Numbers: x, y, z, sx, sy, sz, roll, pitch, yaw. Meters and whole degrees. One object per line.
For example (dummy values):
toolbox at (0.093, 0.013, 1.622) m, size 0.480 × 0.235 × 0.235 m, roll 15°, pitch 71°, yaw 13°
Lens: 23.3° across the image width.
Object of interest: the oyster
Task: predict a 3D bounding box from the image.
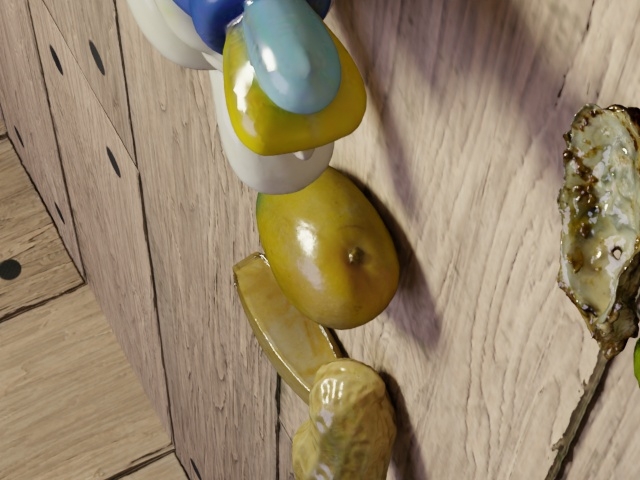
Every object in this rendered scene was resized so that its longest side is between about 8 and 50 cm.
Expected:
oyster at (0.143, -0.006, 0.770) m, size 0.132 × 0.029 × 0.086 m, roll 103°, pitch 151°, yaw -46°

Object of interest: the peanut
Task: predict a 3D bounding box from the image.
peanut at (0.022, 0.181, 1.392) m, size 0.093 × 0.083 × 0.194 m, roll 40°, pitch 137°, yaw 42°

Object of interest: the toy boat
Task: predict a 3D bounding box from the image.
toy boat at (-0.024, 0.096, 1.489) m, size 0.206 × 0.064 × 0.072 m, roll 57°, pitch 177°, yaw 28°

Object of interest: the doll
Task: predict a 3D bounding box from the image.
doll at (-0.045, -0.203, 0.922) m, size 0.376 × 0.187 × 0.365 m, roll 56°, pitch 178°, yaw -12°

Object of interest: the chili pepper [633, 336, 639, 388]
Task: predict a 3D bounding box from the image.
chili pepper at (0.186, 0.054, 0.745) m, size 0.202 × 0.050 × 0.052 m, roll 125°, pitch 159°, yaw -75°

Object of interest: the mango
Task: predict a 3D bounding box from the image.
mango at (0.000, 0.000, 1.217) m, size 0.194 × 0.092 × 0.130 m, roll -137°, pitch 23°, yaw -75°
